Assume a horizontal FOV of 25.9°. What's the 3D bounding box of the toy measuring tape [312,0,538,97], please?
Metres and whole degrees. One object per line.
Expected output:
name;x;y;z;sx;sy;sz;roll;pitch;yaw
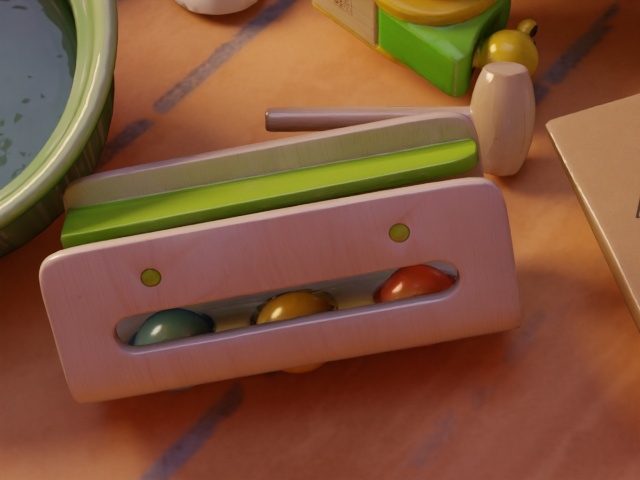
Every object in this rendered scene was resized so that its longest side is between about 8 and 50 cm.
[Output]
toy measuring tape;0.040;-0.221;1.046;0.330;0.121;0.121;39;66;24

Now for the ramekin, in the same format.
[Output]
ramekin;-0.282;-0.119;0.942;0.304;0.148;0.303;0;79;-2

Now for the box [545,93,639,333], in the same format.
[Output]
box;0.242;-0.018;0.813;0.165;0.021;0.201;-15;51;-1

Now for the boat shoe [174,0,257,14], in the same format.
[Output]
boat shoe;-0.114;-0.289;1.159;0.095;0.084;0.258;-21;51;-8

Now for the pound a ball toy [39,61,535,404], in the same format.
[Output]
pound a ball toy;0.000;0.000;0.898;0.319;0.135;0.208;-10;25;1
